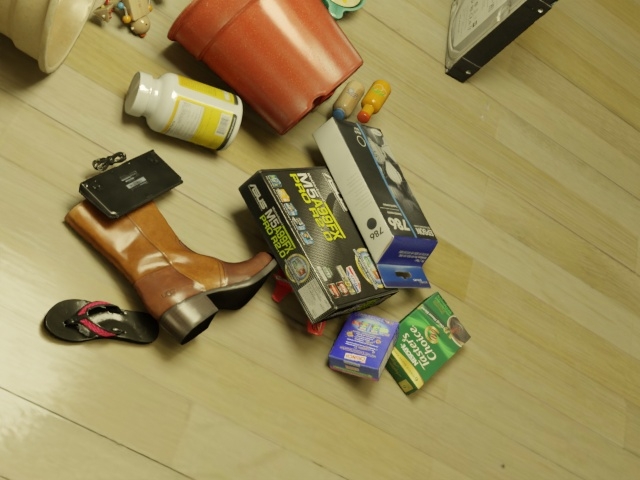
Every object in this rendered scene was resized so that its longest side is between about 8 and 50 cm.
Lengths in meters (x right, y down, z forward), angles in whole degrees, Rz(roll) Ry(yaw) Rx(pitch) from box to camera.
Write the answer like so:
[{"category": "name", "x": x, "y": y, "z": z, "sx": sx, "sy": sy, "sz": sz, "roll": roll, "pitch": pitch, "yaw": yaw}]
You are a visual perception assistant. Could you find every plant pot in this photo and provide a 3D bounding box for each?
[{"category": "plant pot", "x": -0.499, "y": -0.471, "z": 1.440, "sx": 0.305, "sy": 0.334, "sz": 0.334, "roll": 23, "pitch": 55, "yaw": -10}, {"category": "plant pot", "x": -0.081, "y": -0.348, "z": 1.661, "sx": 0.265, "sy": 0.272, "sz": 0.272, "roll": 48, "pitch": 50, "yaw": -5}]

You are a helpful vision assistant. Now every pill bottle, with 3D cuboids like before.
[{"category": "pill bottle", "x": -0.234, "y": -0.225, "z": 1.601, "sx": 0.184, "sy": 0.103, "sz": 0.103, "roll": 16, "pitch": 59, "yaw": -27}]

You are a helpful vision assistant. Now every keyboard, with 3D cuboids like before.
[{"category": "keyboard", "x": -0.309, "y": -0.098, "z": 1.497, "sx": 0.108, "sy": 0.023, "sz": 0.180, "roll": 44, "pitch": 36, "yaw": 7}]

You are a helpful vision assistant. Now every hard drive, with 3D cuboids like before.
[{"category": "hard drive", "x": 0.397, "y": -0.524, "z": 2.025, "sx": 0.064, "sy": 0.339, "sz": 0.237, "roll": 25, "pitch": 56, "yaw": -22}]

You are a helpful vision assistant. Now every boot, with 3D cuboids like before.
[{"category": "boot", "x": -0.232, "y": 0.007, "z": 1.520, "sx": 0.280, "sy": 0.096, "sz": 0.264, "roll": 46, "pitch": 50, "yaw": 11}]

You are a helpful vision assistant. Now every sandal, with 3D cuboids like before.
[{"category": "sandal", "x": -0.322, "y": 0.119, "z": 1.404, "sx": 0.179, "sy": 0.040, "sz": 0.067, "roll": 8, "pitch": 62, "yaw": -30}]

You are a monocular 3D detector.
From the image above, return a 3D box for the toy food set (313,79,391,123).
[{"category": "toy food set", "x": 0.011, "y": -0.313, "z": 1.805, "sx": 0.232, "sy": 0.111, "sz": 0.104, "roll": 39, "pitch": 51, "yaw": -11}]

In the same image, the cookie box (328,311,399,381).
[{"category": "cookie box", "x": 0.075, "y": 0.180, "z": 1.609, "sx": 0.091, "sy": 0.040, "sz": 0.107, "roll": 14, "pitch": 48, "yaw": 20}]

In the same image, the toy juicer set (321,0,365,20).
[{"category": "toy juicer set", "x": 0.008, "y": -0.554, "z": 1.943, "sx": 0.209, "sy": 0.089, "sz": 0.329, "roll": 45, "pitch": 51, "yaw": -6}]

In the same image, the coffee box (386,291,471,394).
[{"category": "coffee box", "x": 0.186, "y": 0.185, "z": 1.709, "sx": 0.184, "sy": 0.040, "sz": 0.113, "roll": -34, "pitch": 87, "yaw": -40}]

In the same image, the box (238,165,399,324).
[{"category": "box", "x": 0.000, "y": 0.000, "z": 1.616, "sx": 0.216, "sy": 0.060, "sz": 0.270, "roll": -9, "pitch": 66, "yaw": -56}]

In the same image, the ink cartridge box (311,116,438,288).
[{"category": "ink cartridge box", "x": 0.114, "y": -0.069, "z": 1.725, "sx": 0.165, "sy": 0.065, "sz": 0.333, "roll": 4, "pitch": 57, "yaw": -54}]

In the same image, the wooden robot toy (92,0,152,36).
[{"category": "wooden robot toy", "x": -0.328, "y": -0.405, "z": 1.674, "sx": 0.173, "sy": 0.076, "sz": 0.079, "roll": -41, "pitch": 127, "yaw": -40}]

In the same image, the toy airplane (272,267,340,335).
[{"category": "toy airplane", "x": -0.023, "y": 0.095, "z": 1.625, "sx": 0.151, "sy": 0.028, "sz": 0.151, "roll": 16, "pitch": 57, "yaw": -26}]
